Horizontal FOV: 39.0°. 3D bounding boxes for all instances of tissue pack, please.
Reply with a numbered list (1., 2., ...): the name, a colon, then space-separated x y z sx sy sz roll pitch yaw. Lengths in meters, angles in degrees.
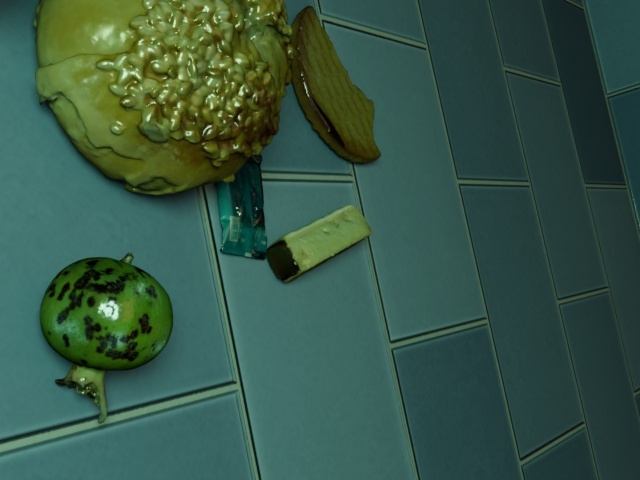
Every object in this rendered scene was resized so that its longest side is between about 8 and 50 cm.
1. tissue pack: -0.093 -0.048 1.094 0.085 0.028 0.138 13 64 -51

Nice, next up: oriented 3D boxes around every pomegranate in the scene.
1. pomegranate: -0.201 0.087 0.829 0.122 0.122 0.162 10 97 -52

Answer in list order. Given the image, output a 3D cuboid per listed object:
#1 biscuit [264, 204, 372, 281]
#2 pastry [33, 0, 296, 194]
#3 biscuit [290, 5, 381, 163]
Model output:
1. biscuit: 0.000 0.000 1.183 0.056 0.052 0.188 58 35 4
2. pastry: -0.142 -0.199 0.945 0.285 0.184 0.316 60 38 -18
3. biscuit: 0.016 -0.223 1.307 0.176 0.031 0.229 -3 78 -55
